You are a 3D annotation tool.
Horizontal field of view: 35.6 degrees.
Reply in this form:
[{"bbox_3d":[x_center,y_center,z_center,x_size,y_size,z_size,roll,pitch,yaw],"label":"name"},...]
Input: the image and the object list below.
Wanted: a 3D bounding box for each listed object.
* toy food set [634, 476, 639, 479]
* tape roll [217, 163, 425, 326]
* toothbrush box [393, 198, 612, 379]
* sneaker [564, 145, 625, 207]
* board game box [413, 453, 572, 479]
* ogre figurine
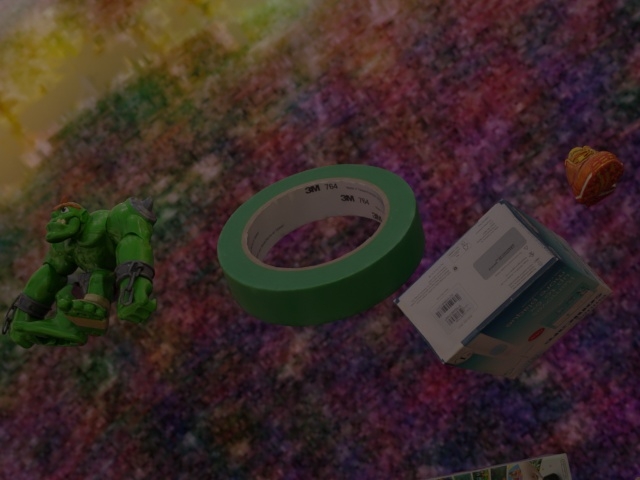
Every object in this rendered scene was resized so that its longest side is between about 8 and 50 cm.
[{"bbox_3d":[0.519,0.404,1.369,0.192,0.132,0.038,7,22,31],"label":"toy food set"},{"bbox_3d":[0.000,0.000,1.563,0.321,0.077,0.321,-12,35,8],"label":"tape roll"},{"bbox_3d":[0.277,0.083,1.471,0.216,0.126,0.295,-45,-28,14],"label":"toothbrush box"},{"bbox_3d":[0.310,-0.080,1.162,0.064,0.067,0.175,-34,-10,4],"label":"sneaker"},{"bbox_3d":[0.294,0.504,1.716,0.303,0.224,0.097,-7,-11,-16],"label":"board game box"},{"bbox_3d":[-0.204,0.029,0.875,0.197,0.096,0.118,-37,37,55],"label":"ogre figurine"}]
